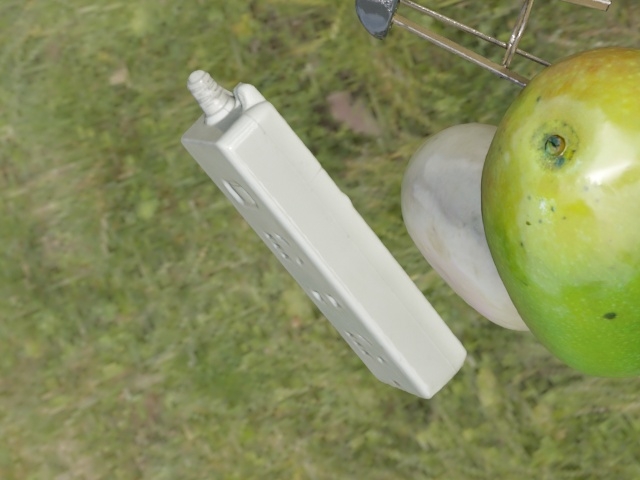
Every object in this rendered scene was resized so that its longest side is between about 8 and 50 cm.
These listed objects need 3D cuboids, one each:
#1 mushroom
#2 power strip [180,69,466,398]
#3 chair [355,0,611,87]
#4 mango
[{"bbox_3d":[0.204,-0.023,1.570,0.246,0.202,0.246,51,166,17],"label":"mushroom"},{"bbox_3d":[0.000,0.000,1.194,0.338,0.058,0.098,51,165,-22],"label":"power strip"},{"bbox_3d":[0.137,-0.196,1.345,0.221,0.104,0.095,22,173,-3],"label":"chair"},{"bbox_3d":[0.250,-0.012,1.227,0.201,0.225,0.382,22,161,32],"label":"mango"}]
